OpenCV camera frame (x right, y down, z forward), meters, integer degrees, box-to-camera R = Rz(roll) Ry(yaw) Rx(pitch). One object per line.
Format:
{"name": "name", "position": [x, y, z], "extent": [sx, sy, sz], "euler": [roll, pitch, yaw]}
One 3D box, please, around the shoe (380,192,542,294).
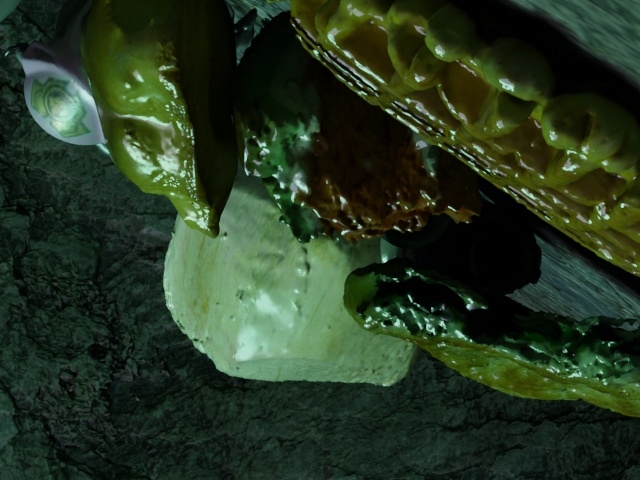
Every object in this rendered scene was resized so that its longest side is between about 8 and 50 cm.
{"name": "shoe", "position": [0.161, 0.006, 1.399], "extent": [0.126, 0.099, 0.228], "euler": [1, 177, 41]}

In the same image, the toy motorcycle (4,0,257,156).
{"name": "toy motorcycle", "position": [-0.156, -0.159, 1.225], "extent": [0.143, 0.188, 0.327], "euler": [43, 179, -6]}

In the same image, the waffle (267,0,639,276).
{"name": "waffle", "position": [0.109, -0.060, 0.838], "extent": [0.301, 0.058, 0.281], "euler": [35, 180, -29]}

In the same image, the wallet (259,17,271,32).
{"name": "wallet", "position": [0.000, -0.145, 1.326], "extent": [0.088, 0.026, 0.129], "euler": [35, 180, 30]}

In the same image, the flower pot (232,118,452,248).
{"name": "flower pot", "position": [0.034, -0.077, 1.246], "extent": [0.108, 0.103, 0.229], "euler": [35, 180, 30]}

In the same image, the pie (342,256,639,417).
{"name": "pie", "position": [0.204, 0.093, 1.287], "extent": [0.371, 0.078, 0.296], "euler": [13, 168, 13]}

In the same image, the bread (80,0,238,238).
{"name": "bread", "position": [-0.104, -0.111, 1.010], "extent": [0.088, 0.160, 0.233], "euler": [0, 147, 8]}

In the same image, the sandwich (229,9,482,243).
{"name": "sandwich", "position": [0.024, -0.089, 1.030], "extent": [0.184, 0.160, 0.109], "euler": [-87, -12, -51]}

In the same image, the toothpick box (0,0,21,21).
{"name": "toothpick box", "position": [-0.374, -0.303, 1.320], "extent": [0.229, 0.229, 0.316], "euler": [36, 179, -44]}

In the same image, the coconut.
{"name": "coconut", "position": [0.000, 0.000, 1.545], "extent": [0.297, 0.254, 0.297], "euler": [10, -157, -5]}
